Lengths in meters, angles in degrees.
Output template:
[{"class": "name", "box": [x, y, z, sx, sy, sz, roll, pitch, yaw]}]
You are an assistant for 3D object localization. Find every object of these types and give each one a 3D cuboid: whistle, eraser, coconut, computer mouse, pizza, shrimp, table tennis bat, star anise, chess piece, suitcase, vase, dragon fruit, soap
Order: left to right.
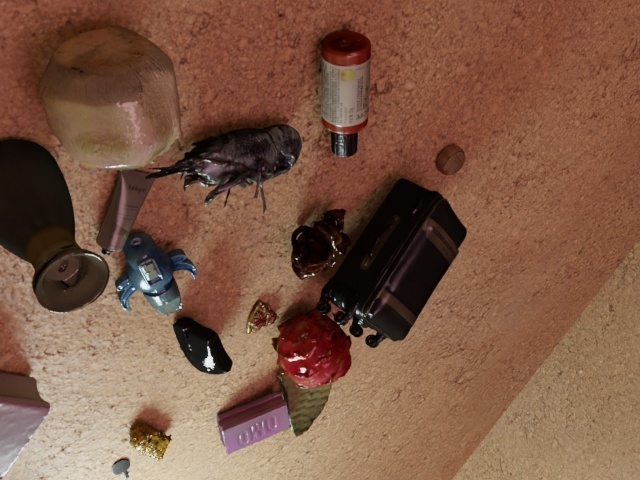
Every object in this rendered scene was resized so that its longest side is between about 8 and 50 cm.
[{"class": "eraser", "box": [-0.772, 0.380, 1.545, 0.272, 0.122, 0.359, -52, 142, 9]}, {"class": "vase", "box": [-0.471, -0.023, 1.290, 0.173, 0.321, 0.173, -24, 136, -25]}, {"class": "coconut", "box": [-0.344, -0.225, 1.307, 0.227, 0.227, 0.230, -25, 138, -23]}, {"class": "table tennis bat", "box": [-0.527, 0.610, 2.063, 0.050, 0.007, 0.083, -31, 138, -18]}, {"class": "whistle", "box": [-0.360, 0.077, 1.678, 0.180, 0.093, 0.269, -26, 145, -13]}, {"class": "computer mouse", "box": [-0.287, 0.270, 1.887, 0.073, 0.122, 0.217, -54, 148, -28]}, {"class": "shrimp", "box": [-0.174, -0.141, 1.575, 0.372, 0.172, 0.137, -28, 145, -31]}, {"class": "soap", "box": [-0.191, 0.520, 2.213, 0.203, 0.065, 0.122, -20, 132, -17]}, {"class": "pizza", "box": [-0.153, 0.195, 2.010, 0.100, 0.029, 0.099, -27, 137, -22]}, {"class": "dragon fruit", "box": [-0.012, 0.307, 2.109, 0.205, 0.210, 0.268, -29, 148, 8]}, {"class": "star anise", "box": [0.000, 0.000, 1.895, 0.190, 0.126, 0.220, -36, 164, -12]}, {"class": "suitcase", "box": [0.199, 0.061, 2.014, 0.434, 0.194, 0.283, -57, 146, -6]}, {"class": "chess piece", "box": [0.352, -0.216, 2.087, 0.083, 0.038, 0.084, -26, 140, -24]}]

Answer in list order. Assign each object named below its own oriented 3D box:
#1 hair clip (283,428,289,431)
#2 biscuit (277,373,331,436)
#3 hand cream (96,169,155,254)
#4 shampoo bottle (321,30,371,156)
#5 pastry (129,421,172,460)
[{"class": "hair clip", "box": [-0.135, 0.531, 2.324, 0.060, 0.033, 0.188, -44, 134, 5]}, {"class": "biscuit", "box": [-0.038, 0.446, 2.307, 0.187, 0.036, 0.274, -29, 129, -30]}, {"class": "hand cream", "box": [-0.397, -0.055, 1.552, 0.087, 0.054, 0.186, 10, 111, -51]}, {"class": "shampoo bottle", "box": [0.054, -0.306, 1.683, 0.104, 0.104, 0.278, -24, 138, -24]}, {"class": "pastry", "box": [-0.445, 0.525, 2.022, 0.080, 0.056, 0.140, -55, 140, -6]}]
